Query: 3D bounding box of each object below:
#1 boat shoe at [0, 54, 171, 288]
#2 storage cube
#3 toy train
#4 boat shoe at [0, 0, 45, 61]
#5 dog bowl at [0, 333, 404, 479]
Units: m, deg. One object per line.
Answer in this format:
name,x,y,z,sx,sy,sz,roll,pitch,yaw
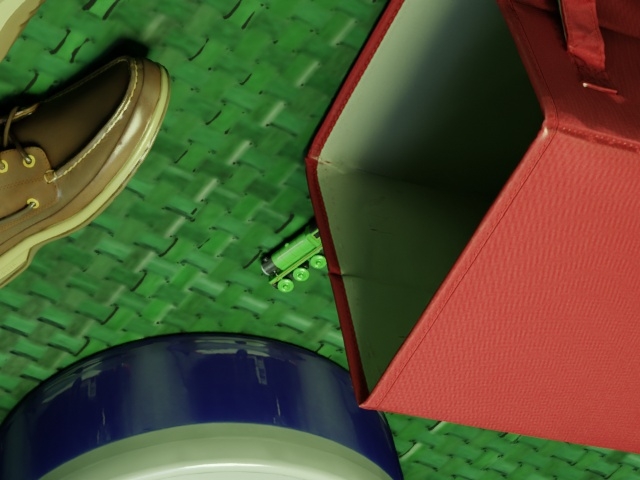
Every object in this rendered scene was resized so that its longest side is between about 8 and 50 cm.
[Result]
boat shoe,-0.148,-0.035,0.914,0.178,0.064,0.060,-37,131,27
storage cube,0.126,-0.027,0.890,0.193,0.183,0.215,11,130,-22
toy train,0.000,0.000,1.010,0.083,0.017,0.024,-36,120,23
boat shoe,-0.141,-0.166,0.747,0.110,0.121,0.341,24,127,-30
dog bowl,-0.075,0.181,1.111,0.265,0.104,0.265,-5,134,-6
